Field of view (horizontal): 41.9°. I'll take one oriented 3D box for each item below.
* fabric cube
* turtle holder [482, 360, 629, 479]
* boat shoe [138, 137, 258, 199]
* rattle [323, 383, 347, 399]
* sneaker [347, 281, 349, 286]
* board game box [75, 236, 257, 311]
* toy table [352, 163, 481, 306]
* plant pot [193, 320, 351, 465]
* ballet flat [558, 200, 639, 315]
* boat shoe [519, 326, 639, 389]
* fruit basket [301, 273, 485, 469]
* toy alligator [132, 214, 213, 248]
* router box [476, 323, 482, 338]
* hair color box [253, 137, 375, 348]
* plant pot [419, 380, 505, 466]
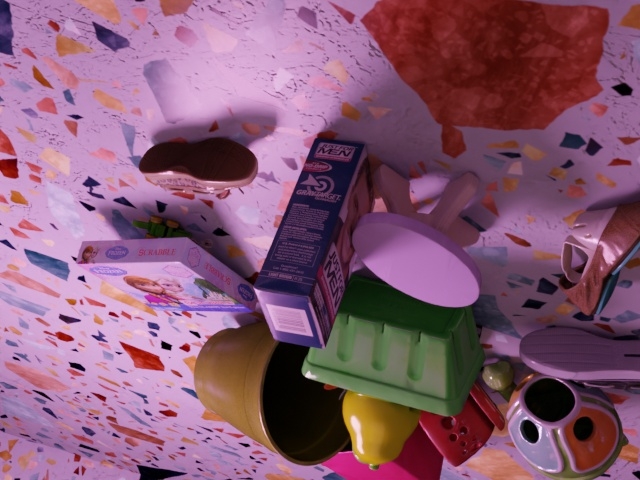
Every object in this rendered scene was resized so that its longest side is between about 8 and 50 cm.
[{"bbox_3d":[0.164,0.504,2.233,0.258,0.259,0.254,37,142,-28],"label":"fabric cube"},{"bbox_3d":[0.539,0.387,1.920,0.243,0.320,0.227,-28,135,11],"label":"turtle holder"},{"bbox_3d":[-0.231,-0.140,1.664,0.285,0.105,0.089,9,151,34],"label":"boat shoe"},{"bbox_3d":[0.114,0.290,1.996,0.142,0.199,0.130,0,115,37],"label":"rattle"},{"bbox_3d":[0.011,0.057,1.820,0.101,0.106,0.267,31,166,-19],"label":"sneaker"},{"bbox_3d":[-0.364,0.089,2.019,0.318,0.066,0.318,-2,154,30],"label":"board game box"},{"bbox_3d":[0.191,-0.012,1.559,0.252,0.161,0.274,-18,132,40],"label":"toy table"},{"bbox_3d":[-0.128,0.355,2.126,0.353,0.366,0.366,0,143,46],"label":"plant pot"},{"bbox_3d":[0.506,0.017,1.516,0.124,0.116,0.342,31,154,17],"label":"ballet flat"},{"bbox_3d":[0.598,0.274,1.800,0.335,0.121,0.119,6,140,16],"label":"boat shoe"},{"bbox_3d":[0.157,0.301,1.853,0.392,0.283,0.392,13,122,21],"label":"fruit basket"},{"bbox_3d":[-0.340,-0.018,1.935,0.189,0.056,0.051,16,-168,-6],"label":"toy alligator"},{"bbox_3d":[0.317,0.228,1.954,0.092,0.038,0.122,17,146,4],"label":"router box"},{"bbox_3d":[0.000,0.000,1.509,0.105,0.347,0.174,8,145,17],"label":"hair color box"},{"bbox_3d":[0.347,0.436,2.080,0.174,0.191,0.191,-38,127,3],"label":"plant pot"}]
